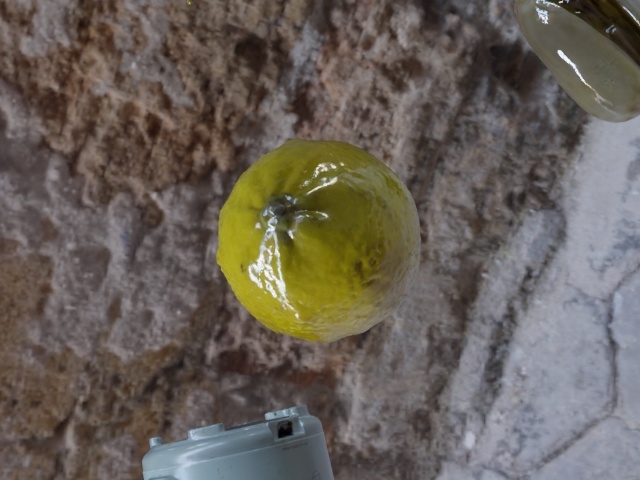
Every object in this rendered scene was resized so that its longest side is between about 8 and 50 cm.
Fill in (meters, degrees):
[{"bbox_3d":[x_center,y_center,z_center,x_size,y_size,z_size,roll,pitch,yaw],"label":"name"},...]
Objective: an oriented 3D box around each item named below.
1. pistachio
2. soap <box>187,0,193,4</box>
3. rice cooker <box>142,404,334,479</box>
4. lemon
[{"bbox_3d":[0.312,-0.225,0.958,0.129,0.206,0.131,-49,10,-10],"label":"pistachio"},{"bbox_3d":[-0.132,-0.397,0.640,0.156,0.293,0.335,-39,24,60],"label":"soap"},{"bbox_3d":[-0.090,0.329,1.013,0.280,0.241,0.227,-21,77,40],"label":"rice cooker"},{"bbox_3d":[0.000,0.000,0.803,0.192,0.231,0.192,-4,73,15],"label":"lemon"}]
